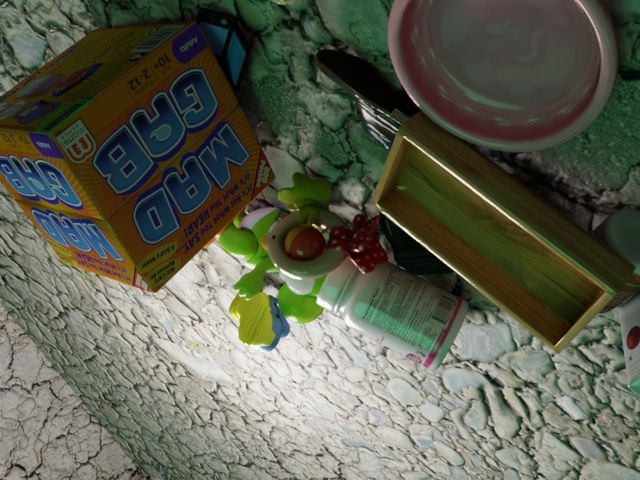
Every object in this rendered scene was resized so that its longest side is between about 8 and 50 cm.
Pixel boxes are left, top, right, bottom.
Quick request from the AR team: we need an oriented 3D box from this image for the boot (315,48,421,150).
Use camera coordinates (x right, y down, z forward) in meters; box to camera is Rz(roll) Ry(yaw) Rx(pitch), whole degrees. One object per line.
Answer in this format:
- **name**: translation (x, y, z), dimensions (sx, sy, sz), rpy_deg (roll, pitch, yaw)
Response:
- **boot**: translation (0.073, -0.235, 1.352), dimensions (0.219, 0.082, 0.106), rpy_deg (33, 142, 2)

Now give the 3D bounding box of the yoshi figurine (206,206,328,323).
- **yoshi figurine**: translation (-0.112, 0.067, 1.772), dimensions (0.362, 0.204, 0.203), rpy_deg (33, 160, 2)

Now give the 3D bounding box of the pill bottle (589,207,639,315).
- **pill bottle**: translation (0.467, 0.051, 1.305), dimensions (0.121, 0.121, 0.216), rpy_deg (35, 144, 3)

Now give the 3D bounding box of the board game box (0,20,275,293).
- **board game box**: translation (-0.383, -0.172, 1.531), dimensions (0.356, 0.356, 0.356), rpy_deg (12, 139, 43)

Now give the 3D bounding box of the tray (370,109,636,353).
- **tray**: translation (0.279, -0.014, 1.284), dimensions (0.411, 0.076, 0.203), rpy_deg (39, 147, 15)

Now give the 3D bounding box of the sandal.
- **sandal**: translation (-0.128, 0.192, 1.906), dimensions (0.138, 0.126, 0.317), rpy_deg (33, -174, -16)

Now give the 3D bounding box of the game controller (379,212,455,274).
- **game controller**: translation (0.251, -0.015, 1.480), dimensions (0.319, 0.067, 0.167), rpy_deg (-8, 111, 44)

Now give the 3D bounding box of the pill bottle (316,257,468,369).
- **pill bottle**: translation (0.146, 0.134, 1.623), dimensions (0.283, 0.160, 0.160), rpy_deg (27, 144, 8)

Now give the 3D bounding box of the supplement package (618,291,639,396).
- **supplement package**: translation (0.580, 0.145, 1.190), dimensions (0.149, 0.203, 0.194), rpy_deg (36, 123, -7)

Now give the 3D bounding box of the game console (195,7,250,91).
- **game console**: translation (-0.186, -0.348, 1.445), dimensions (0.107, 0.071, 0.122), rpy_deg (15, 145, -11)

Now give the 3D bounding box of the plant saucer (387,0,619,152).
- **plant saucer**: translation (0.262, -0.281, 1.132), dimensions (0.332, 0.084, 0.332), rpy_deg (21, 142, 18)

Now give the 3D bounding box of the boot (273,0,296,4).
- **boot**: translation (0.002, -0.424, 1.186), dimensions (0.262, 0.095, 0.203), rpy_deg (38, 144, 2)

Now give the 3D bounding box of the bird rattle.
- **bird rattle**: translation (0.000, 0.000, 1.568), dimensions (0.253, 0.207, 0.143), rpy_deg (45, 165, 25)
